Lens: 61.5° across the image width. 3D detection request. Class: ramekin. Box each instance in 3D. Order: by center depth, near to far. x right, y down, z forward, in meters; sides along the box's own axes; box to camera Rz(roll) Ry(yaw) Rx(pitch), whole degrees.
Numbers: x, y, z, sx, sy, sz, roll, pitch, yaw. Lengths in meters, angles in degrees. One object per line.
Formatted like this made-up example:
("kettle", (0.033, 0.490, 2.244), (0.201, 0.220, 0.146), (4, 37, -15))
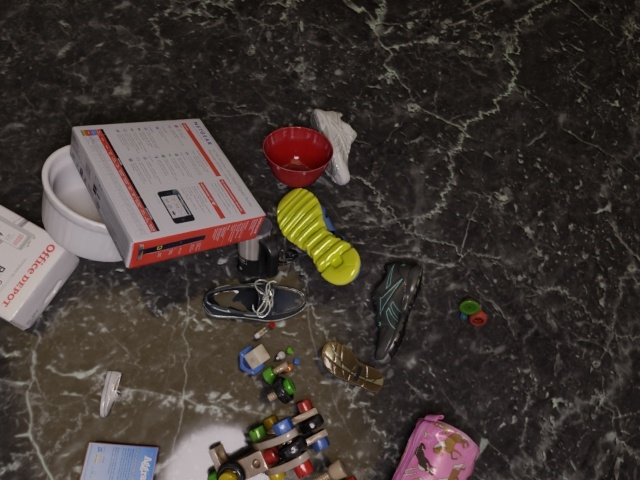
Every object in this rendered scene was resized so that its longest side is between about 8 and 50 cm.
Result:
("ramekin", (-0.485, -0.082, 1.215), (0.277, 0.135, 0.277), (21, 39, -18))

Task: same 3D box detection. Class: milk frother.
("milk frother", (-0.126, 0.009, 1.307), (0.129, 0.135, 0.143), (24, 41, 20))

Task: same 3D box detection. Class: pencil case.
("pencil case", (0.210, 0.584, 1.186), (0.160, 0.167, 0.386), (21, 64, 31))

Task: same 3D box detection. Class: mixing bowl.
("mixing bowl", (-0.060, -0.204, 1.404), (0.181, 0.098, 0.181), (3, 48, -4))

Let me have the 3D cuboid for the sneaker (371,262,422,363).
("sneaker", (0.177, 0.178, 1.359), (0.106, 0.101, 0.267), (16, 69, 17))

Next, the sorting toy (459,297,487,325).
("sorting toy", (0.396, 0.181, 1.410), (0.102, 0.061, 0.042), (53, 32, -28))

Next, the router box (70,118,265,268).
("router box", (-0.331, -0.120, 1.166), (0.301, 0.082, 0.335), (-14, 57, -38))

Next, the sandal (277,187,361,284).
("sandal", (0.000, 0.000, 1.357), (0.126, 0.138, 0.317), (-37, 62, 6))

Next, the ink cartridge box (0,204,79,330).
("ink cartridge box", (-0.721, 0.036, 1.188), (0.283, 0.117, 0.207), (29, 68, -1))

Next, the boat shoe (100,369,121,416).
("boat shoe", (-0.461, 0.339, 1.188), (0.035, 0.035, 0.100), (7, 64, -7))

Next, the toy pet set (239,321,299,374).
("toy pet set", (-0.132, 0.275, 1.278), (0.122, 0.065, 0.114), (56, 35, 6))

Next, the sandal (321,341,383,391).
("sandal", (0.073, 0.311, 1.307), (0.180, 0.049, 0.072), (33, 73, -15))

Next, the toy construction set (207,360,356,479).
("toy construction set", (-0.094, 0.482, 1.152), (0.237, 0.257, 0.309), (-32, 105, 6))

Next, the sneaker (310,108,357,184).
("sneaker", (0.055, -0.264, 1.471), (0.115, 0.090, 0.232), (-11, 76, -19))

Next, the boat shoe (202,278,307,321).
("boat shoe", (-0.154, 0.142, 1.294), (0.254, 0.079, 0.095), (5, 71, -10))

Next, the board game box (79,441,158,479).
("board game box", (-0.423, 0.557, 1.074), (0.145, 0.027, 0.281), (10, 58, -12))
